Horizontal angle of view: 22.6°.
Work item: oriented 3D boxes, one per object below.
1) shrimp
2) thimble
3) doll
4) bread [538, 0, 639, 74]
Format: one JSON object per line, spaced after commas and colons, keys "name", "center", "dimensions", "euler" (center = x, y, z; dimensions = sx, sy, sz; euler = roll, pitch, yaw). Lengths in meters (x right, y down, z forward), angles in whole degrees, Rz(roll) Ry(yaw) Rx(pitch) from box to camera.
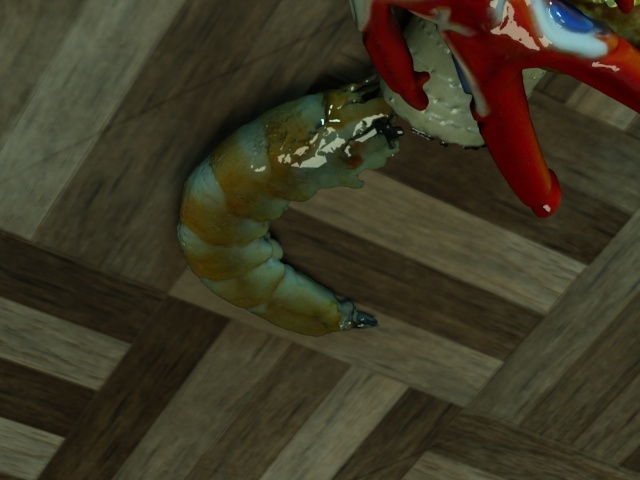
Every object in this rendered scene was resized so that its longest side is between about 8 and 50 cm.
{"name": "shrimp", "center": [-0.030, -0.010, 1.364], "dimensions": [0.185, 0.068, 0.287], "euler": [-3, 131, -5]}
{"name": "thimble", "center": [0.112, -0.135, 1.264], "dimensions": [0.115, 0.102, 0.090], "euler": [20, 124, -15]}
{"name": "doll", "center": [0.107, -0.163, 1.089], "dimensions": [0.188, 0.099, 0.384], "euler": [-26, 132, 25]}
{"name": "bread", "center": [0.181, -0.254, 1.156], "dimensions": [0.268, 0.146, 0.268], "euler": [-2, 128, -3]}
